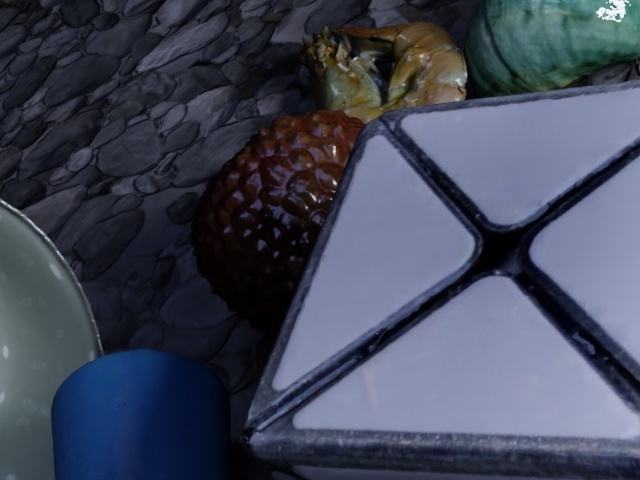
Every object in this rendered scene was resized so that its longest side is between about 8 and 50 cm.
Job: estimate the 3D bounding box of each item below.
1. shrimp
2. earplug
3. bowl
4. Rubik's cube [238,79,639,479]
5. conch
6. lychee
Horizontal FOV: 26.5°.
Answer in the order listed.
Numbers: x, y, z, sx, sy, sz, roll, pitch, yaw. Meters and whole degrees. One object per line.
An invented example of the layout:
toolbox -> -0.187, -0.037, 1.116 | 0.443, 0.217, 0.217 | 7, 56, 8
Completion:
shrimp -> 0.047, -0.144, 1.221 | 0.145, 0.061, 0.267 | -53, 31, 8
earplug -> -0.117, 0.217, 0.918 | 0.132, 0.132, 0.273 | -23, 43, 12
bowl -> -0.355, 0.107, 1.088 | 0.337, 0.337, 0.157 | -44, 16, -14
Rubik's cube -> 0.141, 0.082, 0.775 | 0.255, 0.259, 0.260 | -6, 44, 32
conch -> 0.209, -0.188, 1.132 | 0.188, 0.122, 0.176 | -32, 14, -5
lychee -> 0.000, 0.000, 1.038 | 0.188, 0.188, 0.188 | -19, 40, 17
